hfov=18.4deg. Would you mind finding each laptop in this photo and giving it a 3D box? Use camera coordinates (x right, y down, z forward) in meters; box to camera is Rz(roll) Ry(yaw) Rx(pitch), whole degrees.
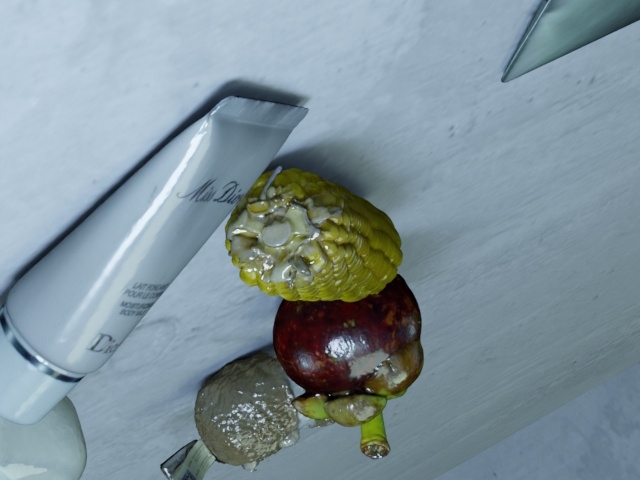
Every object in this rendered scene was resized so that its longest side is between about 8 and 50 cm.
[{"bbox_3d":[0.279,-0.222,1.631,0.269,0.015,0.187,-26,165,-19],"label":"laptop"}]

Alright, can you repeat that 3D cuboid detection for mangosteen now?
[{"bbox_3d":[0.040,0.109,1.925,0.146,0.181,0.156,-42,-169,-31],"label":"mangosteen"}]

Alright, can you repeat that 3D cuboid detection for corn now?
[{"bbox_3d":[0.000,0.000,1.653,0.106,0.106,0.305,-34,170,11],"label":"corn"}]

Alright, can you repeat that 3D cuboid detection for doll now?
[{"bbox_3d":[-0.074,0.180,2.074,0.221,0.105,0.115,-29,129,-4],"label":"doll"}]

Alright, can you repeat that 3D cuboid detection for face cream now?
[{"bbox_3d":[-0.141,0.005,1.449,0.314,0.089,0.143,-47,162,16],"label":"face cream"}]

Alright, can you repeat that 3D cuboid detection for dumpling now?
[{"bbox_3d":[-0.248,0.152,1.643,0.229,0.124,0.151,83,28,-66],"label":"dumpling"}]
